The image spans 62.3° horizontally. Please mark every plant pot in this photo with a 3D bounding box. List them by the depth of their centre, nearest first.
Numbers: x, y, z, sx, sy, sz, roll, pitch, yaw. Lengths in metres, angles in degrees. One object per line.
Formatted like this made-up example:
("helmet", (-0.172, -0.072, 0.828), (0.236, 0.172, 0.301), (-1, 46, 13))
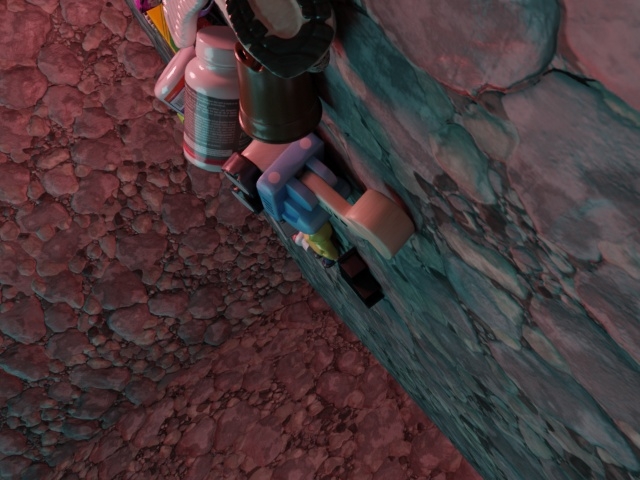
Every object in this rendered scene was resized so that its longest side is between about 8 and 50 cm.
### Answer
("plant pot", (-0.082, -0.295, 0.979), (0.167, 0.167, 0.165), (51, 163, 26))

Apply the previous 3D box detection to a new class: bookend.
("bookend", (0.134, 0.125, 1.751), (0.156, 0.072, 0.157), (50, 170, 25))

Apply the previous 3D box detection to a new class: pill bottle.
("pill bottle", (-0.242, -0.341, 1.290), (0.176, 0.176, 0.319), (49, 142, 32))
("pill bottle", (-0.297, -0.396, 1.523), (0.323, 0.181, 0.181), (35, -177, -28))
("pill bottle", (-0.075, -0.040, 2.178), (0.180, 0.108, 0.108), (50, 171, 26))

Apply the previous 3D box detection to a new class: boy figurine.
("boy figurine", (0.000, 0.000, 1.945), (0.177, 0.092, 0.285), (44, 167, 23))

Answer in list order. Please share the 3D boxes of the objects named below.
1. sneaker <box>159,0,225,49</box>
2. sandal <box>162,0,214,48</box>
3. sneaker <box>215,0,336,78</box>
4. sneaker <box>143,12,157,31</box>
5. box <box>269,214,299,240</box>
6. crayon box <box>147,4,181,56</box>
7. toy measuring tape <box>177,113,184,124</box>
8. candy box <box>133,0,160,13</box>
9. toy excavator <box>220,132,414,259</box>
("sneaker", (-0.310, -0.586, 1.386), (0.262, 0.104, 0.125), (53, -159, -37))
("sandal", (-0.265, -0.557, 1.134), (0.416, 0.102, 0.169), (-8, 104, 67))
("sneaker", (-0.113, -0.401, 0.795), (0.410, 0.158, 0.182), (59, -170, 5))
("sneaker", (-0.625, -0.849, 2.095), (0.229, 0.086, 0.132), (57, 174, -23))
("box", (-0.118, -0.161, 1.690), (0.087, 0.169, 0.290), (45, 168, 51))
("crayon box", (-0.420, -0.609, 1.747), (0.313, 0.106, 0.363), (57, 176, -8))
("toy measuring tape", (-0.475, -0.479, 1.890), (0.121, 0.121, 0.330), (53, -178, 9))
("candy box", (-0.505, -0.737, 1.387), (0.233, 0.071, 0.159), (61, 167, -17))
("toy excavator", (0.001, -0.108, 1.232), (0.445, 0.222, 0.433), (39, 170, 7))
